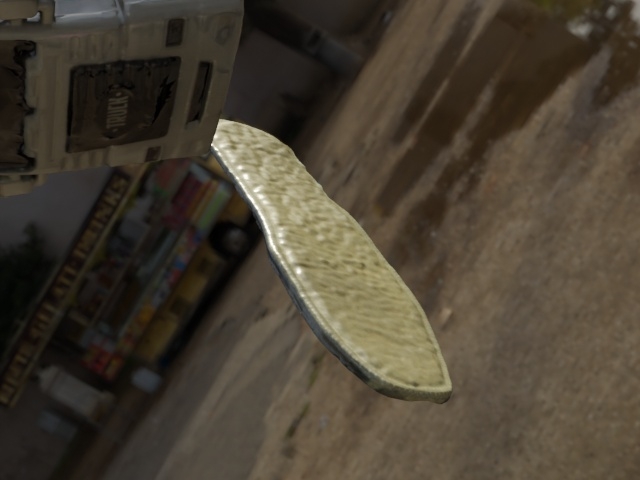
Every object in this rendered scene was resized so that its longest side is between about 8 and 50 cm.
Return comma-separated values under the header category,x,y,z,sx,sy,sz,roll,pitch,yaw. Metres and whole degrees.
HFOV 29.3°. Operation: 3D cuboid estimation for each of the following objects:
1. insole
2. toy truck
category,x,y,z,sx,sy,sz,roll,pitch,yaw
insole,0.000,0.000,0.605,0.011,0.081,0.248,-62,36,21
toy truck,-0.107,-0.139,0.396,0.101,0.125,0.243,115,139,-58
